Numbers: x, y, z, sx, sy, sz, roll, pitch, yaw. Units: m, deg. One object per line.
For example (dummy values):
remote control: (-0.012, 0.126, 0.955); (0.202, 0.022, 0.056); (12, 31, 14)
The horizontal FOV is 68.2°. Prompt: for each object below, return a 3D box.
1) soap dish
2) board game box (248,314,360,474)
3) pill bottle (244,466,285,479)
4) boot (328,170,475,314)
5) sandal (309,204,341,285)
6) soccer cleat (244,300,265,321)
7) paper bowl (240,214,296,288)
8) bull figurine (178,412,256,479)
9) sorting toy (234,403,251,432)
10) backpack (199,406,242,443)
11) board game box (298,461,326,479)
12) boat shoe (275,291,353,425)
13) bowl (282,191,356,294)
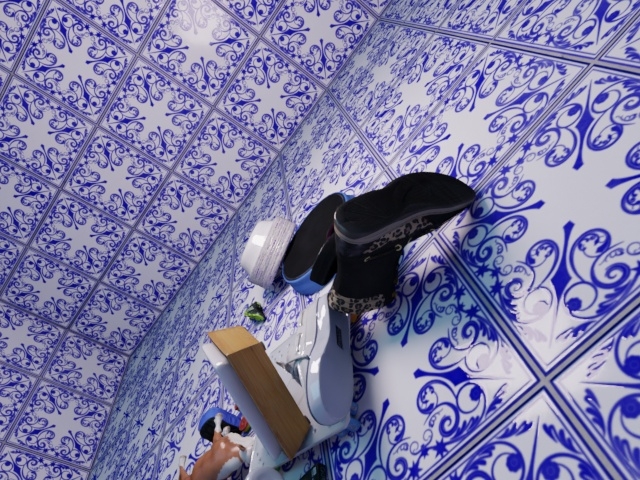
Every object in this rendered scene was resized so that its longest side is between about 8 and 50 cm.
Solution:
soap dish: (-0.154, 0.346, 1.118); (0.118, 0.291, 0.229); (-32, 13, -19)
board game box: (-0.037, 0.381, 1.241); (0.390, 0.050, 0.390); (-44, 26, 32)
pill bottle: (-0.151, 0.611, 1.076); (0.103, 0.103, 0.184); (-97, 29, -58)
boot: (0.177, 0.008, 1.101); (0.138, 0.377, 0.284); (44, 142, 33)
sandal: (0.063, -0.033, 1.280); (0.446, 0.107, 0.167); (-41, -24, -60)
soccer cleat: (-0.252, 0.273, 1.837); (0.072, 0.060, 0.179); (-63, 19, -16)
paper bowl: (-0.212, 0.036, 1.845); (0.284, 0.148, 0.284); (-156, 90, -87)
bull figurine: (-0.293, 0.622, 1.340); (0.310, 0.101, 0.188); (-46, 30, 5)
sorting toy: (-0.231, 0.478, 1.529); (0.132, 0.046, 0.274); (-53, 22, 11)
backpack: (-0.320, 0.580, 1.479); (0.098, 0.120, 0.101); (-57, 22, 3)
board game box: (-0.027, 0.580, 0.979); (0.126, 0.026, 0.186); (-50, 22, 22)
boat shoe: (-0.025, 0.272, 1.076); (0.156, 0.136, 0.367); (-30, 29, 19)
bowl: (0.000, 0.000, 1.643); (0.391, 0.077, 0.391); (-45, 25, 28)
